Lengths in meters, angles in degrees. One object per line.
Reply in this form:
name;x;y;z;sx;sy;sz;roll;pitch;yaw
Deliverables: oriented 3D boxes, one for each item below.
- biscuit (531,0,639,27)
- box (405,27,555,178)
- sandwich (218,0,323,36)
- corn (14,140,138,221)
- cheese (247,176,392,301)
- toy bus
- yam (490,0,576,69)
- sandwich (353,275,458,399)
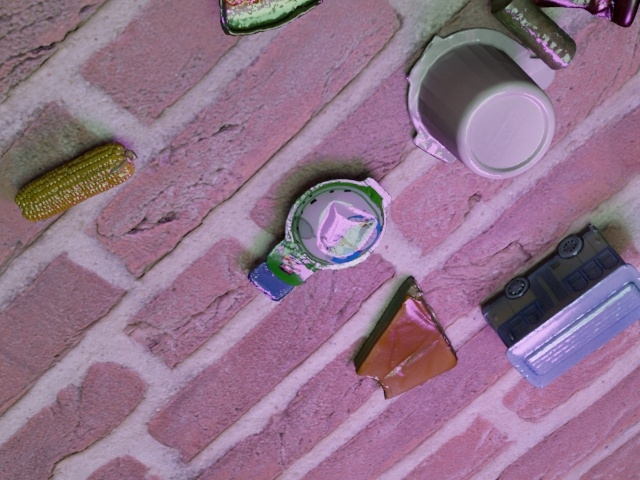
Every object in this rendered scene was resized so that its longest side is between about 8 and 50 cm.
biscuit;0.455;-0.467;1.575;0.235;0.063;0.151;7;118;-7
box;0.322;-0.229;1.605;0.291;0.206;0.263;-12;122;-6
sandwich;-0.070;-0.458;1.444;0.212;0.109;0.292;35;106;-21
corn;-0.433;-0.105;1.587;0.238;0.080;0.080;-23;123;5
cheese;0.000;0.000;1.743;0.320;0.083;0.204;-41;120;12
toy bus;0.515;0.139;1.879;0.312;0.190;0.152;-39;122;12
yam;0.379;-0.377;1.591;0.169;0.068;0.068;36;108;-22
sandwich;0.162;0.224;1.927;0.212;0.063;0.245;-28;121;7
